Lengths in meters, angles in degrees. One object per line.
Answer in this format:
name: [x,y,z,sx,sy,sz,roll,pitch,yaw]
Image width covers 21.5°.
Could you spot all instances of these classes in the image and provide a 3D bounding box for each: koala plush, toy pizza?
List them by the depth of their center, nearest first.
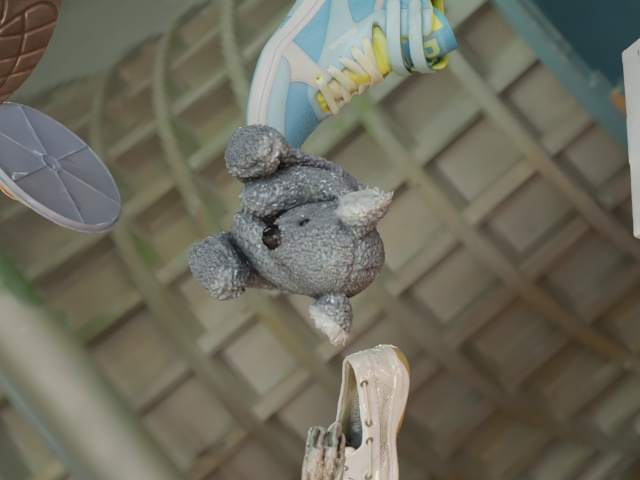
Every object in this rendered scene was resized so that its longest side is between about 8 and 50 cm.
koala plush: [0.000,0.000,1.800,0.221,0.203,0.196,30,103,64]
toy pizza: [-0.312,-0.077,1.897,0.032,0.201,0.201,-46,-9,23]

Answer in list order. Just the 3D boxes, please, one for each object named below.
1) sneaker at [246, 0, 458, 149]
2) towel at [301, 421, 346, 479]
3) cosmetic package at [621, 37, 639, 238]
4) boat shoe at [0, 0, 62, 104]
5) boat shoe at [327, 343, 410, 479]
sneaker: [0.050,-0.220,2.096,0.319,0.208,0.127,-64,-28,-23]
towel: [-0.007,0.334,1.717,0.187,0.049,0.282,-63,-20,-86]
cosmetic package: [0.510,-0.191,1.954,0.377,0.097,0.284,-40,40,48]
boat shoe: [-0.322,-0.252,1.646,0.324,0.116,0.123,-55,-38,8]
boat shoe: [0.045,0.268,2.189,0.096,0.277,0.098,-4,18,-30]
